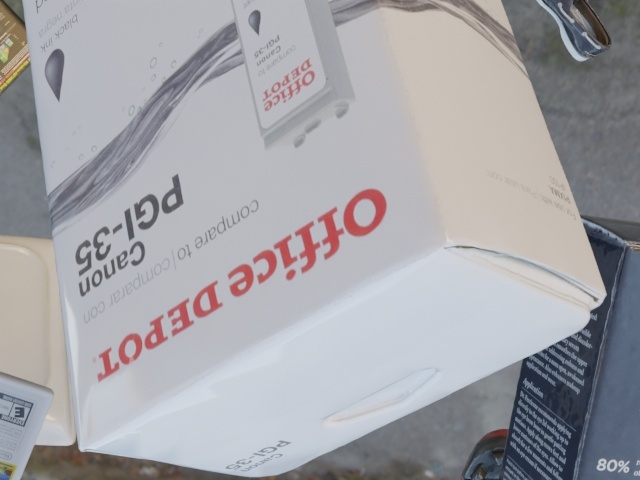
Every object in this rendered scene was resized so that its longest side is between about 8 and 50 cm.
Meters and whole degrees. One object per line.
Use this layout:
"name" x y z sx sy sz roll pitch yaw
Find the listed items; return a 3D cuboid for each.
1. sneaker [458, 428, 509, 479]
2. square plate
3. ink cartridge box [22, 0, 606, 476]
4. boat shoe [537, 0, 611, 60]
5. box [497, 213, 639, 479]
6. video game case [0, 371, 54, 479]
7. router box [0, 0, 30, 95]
"sneaker" 0.198 0.247 1.219 0.097 0.135 0.276 0 145 16
"square plate" -0.520 0.120 1.700 0.347 0.344 0.049 7 146 -26
"ink cartridge box" -0.021 -0.062 0.542 0.207 0.283 0.117 -31 148 31
"boat shoe" 0.251 -0.240 1.199 0.038 0.046 0.125 -17 109 52
"box" 0.218 0.095 0.766 0.153 0.207 0.108 8 -171 -15
"video game case" -0.406 0.207 1.163 0.227 0.206 0.026 22 -179 -18
"router box" -0.369 -0.200 1.274 0.092 0.122 0.038 48 161 -25
